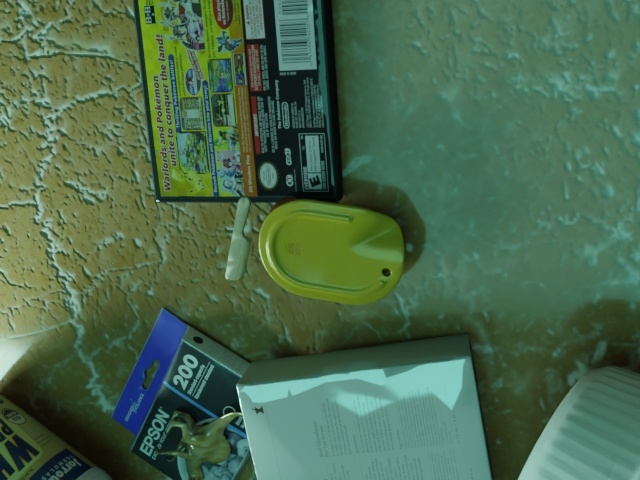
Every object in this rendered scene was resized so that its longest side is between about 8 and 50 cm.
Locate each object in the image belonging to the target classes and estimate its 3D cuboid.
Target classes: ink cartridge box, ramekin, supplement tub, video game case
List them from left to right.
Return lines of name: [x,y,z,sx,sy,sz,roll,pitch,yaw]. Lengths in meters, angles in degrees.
supplement tub: [-0.431,0.372,1.306,0.316,0.228,0.228,34,112,8]
ink cartridge box: [-0.179,0.230,1.282,0.208,0.045,0.206,31,112,10]
video game case: [-0.101,-0.183,1.152,0.248,0.035,0.274,1,105,19]
ramekin: [0.304,0.260,1.010,0.127,0.273,0.272,28,112,27]

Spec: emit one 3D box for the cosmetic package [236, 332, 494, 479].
cosmetic package: [0.076,0.321,1.170,0.285,0.097,0.377,-9,101,10]

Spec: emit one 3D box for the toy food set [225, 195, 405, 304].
toy food set: [0.000,0.000,1.143,0.218,0.071,0.128,10,115,11]

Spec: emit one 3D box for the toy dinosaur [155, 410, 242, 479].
toy dinosaur: [-0.158,0.260,1.239,0.093,0.053,0.183,27,120,-7]
